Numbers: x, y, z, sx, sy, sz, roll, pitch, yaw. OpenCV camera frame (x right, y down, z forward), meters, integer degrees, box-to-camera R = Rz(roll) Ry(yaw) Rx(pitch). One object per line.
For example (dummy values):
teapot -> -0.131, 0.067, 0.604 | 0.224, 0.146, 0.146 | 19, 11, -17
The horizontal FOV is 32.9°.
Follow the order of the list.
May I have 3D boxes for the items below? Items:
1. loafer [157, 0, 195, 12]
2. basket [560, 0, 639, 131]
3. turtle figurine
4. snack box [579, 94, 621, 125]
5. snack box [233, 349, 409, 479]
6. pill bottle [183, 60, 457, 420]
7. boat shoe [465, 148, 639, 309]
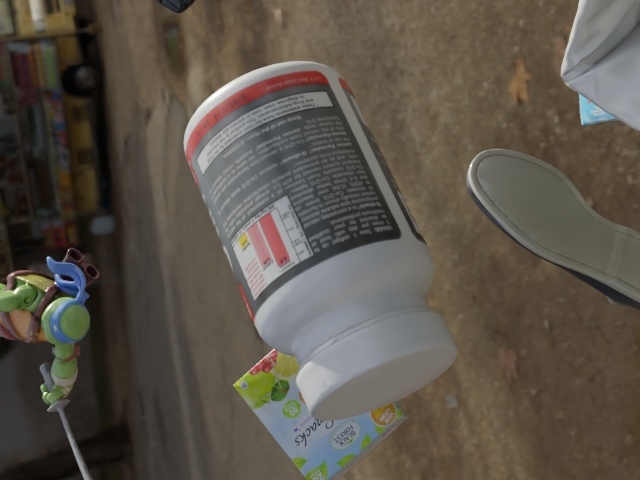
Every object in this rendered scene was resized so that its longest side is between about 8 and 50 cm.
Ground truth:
loafer -> -0.154, -0.276, 0.953 | 0.170, 0.061, 0.062 | 54, 155, 8
basket -> 0.425, -0.218, 0.896 | 0.328, 0.266, 0.331 | 37, 157, 17
turtle figurine -> -0.387, 0.130, 1.277 | 0.266, 0.198, 0.274 | 18, 101, 50
snack box -> 0.585, -0.227, 1.665 | 0.322, 0.187, 0.060 | -5, 90, 50
snack box -> 0.001, 0.242, 1.631 | 0.207, 0.174, 0.070 | 48, -178, 18
pill bottle -> 0.000, 0.000, 1.206 | 0.210, 0.210, 0.363 | 107, 143, -61
boat shoe -> 0.198, -0.002, 0.900 | 0.075, 0.206, 0.065 | -65, 13, -22
